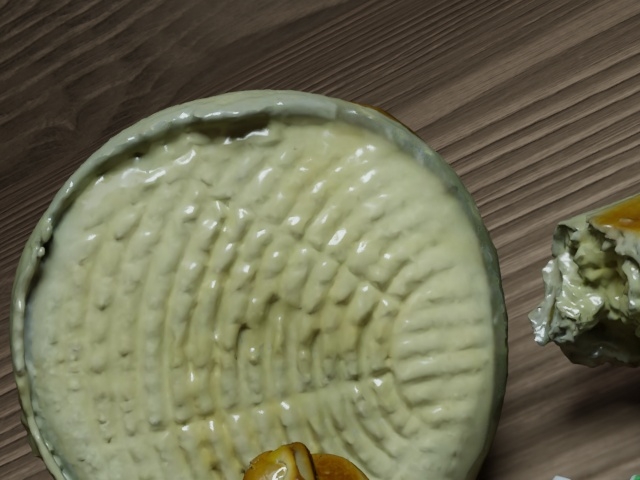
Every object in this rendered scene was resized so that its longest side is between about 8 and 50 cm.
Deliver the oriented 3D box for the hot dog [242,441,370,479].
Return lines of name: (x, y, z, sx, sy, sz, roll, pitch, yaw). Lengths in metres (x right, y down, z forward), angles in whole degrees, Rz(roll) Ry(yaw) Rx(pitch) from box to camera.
hot dog: (0.009, 0.230, 0.481, 0.072, 0.115, 0.269, -34, 42, 19)

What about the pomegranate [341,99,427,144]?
pomegranate: (0.000, 0.000, 0.883, 0.270, 0.252, 0.229, -37, 45, -22)

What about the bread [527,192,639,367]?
bread: (0.306, 0.041, 0.564, 0.192, 0.171, 0.314, -33, 28, -30)

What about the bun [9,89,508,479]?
bun: (-0.041, 0.069, 0.678, 0.364, 0.364, 0.202, -32, 8, -6)

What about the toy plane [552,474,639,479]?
toy plane: (0.207, 0.173, 0.480, 0.174, 0.080, 0.174, -31, 25, 16)
